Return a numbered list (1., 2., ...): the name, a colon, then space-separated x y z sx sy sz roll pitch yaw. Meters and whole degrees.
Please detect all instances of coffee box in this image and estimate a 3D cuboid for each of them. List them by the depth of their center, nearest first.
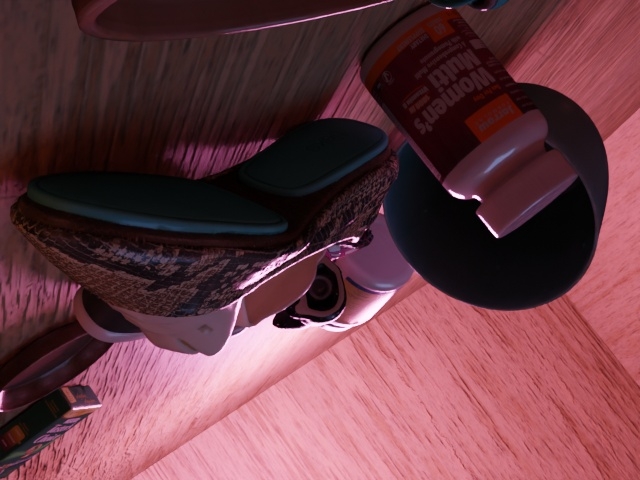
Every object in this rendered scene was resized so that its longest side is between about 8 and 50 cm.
1. coffee box: -0.407 0.272 1.332 0.184 0.040 0.113 -37 169 1

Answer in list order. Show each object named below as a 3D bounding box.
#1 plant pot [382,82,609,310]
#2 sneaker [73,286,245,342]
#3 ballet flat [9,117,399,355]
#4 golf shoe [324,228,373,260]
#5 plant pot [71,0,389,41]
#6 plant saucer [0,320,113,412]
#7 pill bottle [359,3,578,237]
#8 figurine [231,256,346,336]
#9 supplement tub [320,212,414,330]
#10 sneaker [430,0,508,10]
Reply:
1. plant pot: 0.265 -0.087 1.326 0.293 0.293 0.235 -47 -179 41
2. sneaker: -0.114 0.025 1.039 0.147 0.104 0.296 -39 165 37
3. ballet flat: -0.075 0.005 0.867 0.483 0.164 0.182 -23 129 -56
4. golf shoe: 0.000 0.000 1.405 0.186 0.067 0.086 -10 161 -46
5. plant pot: -0.008 -0.173 0.447 0.237 0.109 0.237 -12 -175 1
6. plant saucer: -0.315 0.141 1.112 0.168 0.029 0.168 -34 169 -7
7. pill bottle: 0.148 -0.119 0.949 0.121 0.221 0.121 -35 169 -8
8. figurine: -0.088 0.103 1.384 0.215 0.092 0.209 -8 166 -13
9. supplement tub: 0.055 0.056 1.580 0.144 0.144 0.199 -28 167 -36
10. sneaker: 0.142 -0.241 0.697 0.178 0.123 0.295 -33 175 9
